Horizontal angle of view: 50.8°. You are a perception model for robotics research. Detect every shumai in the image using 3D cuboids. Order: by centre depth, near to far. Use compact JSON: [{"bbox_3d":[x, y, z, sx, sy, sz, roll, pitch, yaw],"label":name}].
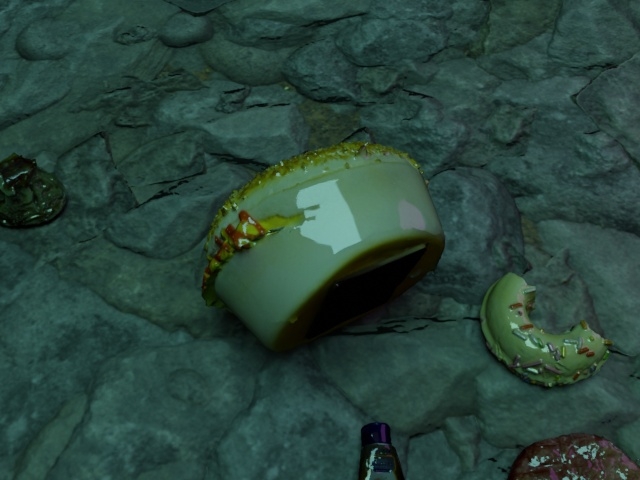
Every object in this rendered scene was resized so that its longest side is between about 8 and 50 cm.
[{"bbox_3d":[-0.429,-0.079,0.948,0.124,0.087,0.098,4,57,3],"label":"shumai"}]

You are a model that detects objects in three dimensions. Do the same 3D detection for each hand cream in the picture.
[{"bbox_3d":[0.067,0.283,0.737,0.062,0.039,0.163,7,56,-16],"label":"hand cream"}]

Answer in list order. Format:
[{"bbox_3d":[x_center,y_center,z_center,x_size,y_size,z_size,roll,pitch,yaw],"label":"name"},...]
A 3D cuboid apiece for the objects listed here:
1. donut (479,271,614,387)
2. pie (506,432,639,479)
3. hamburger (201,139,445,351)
[{"bbox_3d":[0.266,0.114,0.838,0.108,0.065,0.166,-36,63,-22],"label":"donut"},{"bbox_3d":[0.283,0.297,0.722,0.183,0.049,0.182,0,57,-1],"label":"pie"},{"bbox_3d":[0.000,0.000,0.790,0.294,0.276,0.179,-22,69,-21],"label":"hamburger"}]
